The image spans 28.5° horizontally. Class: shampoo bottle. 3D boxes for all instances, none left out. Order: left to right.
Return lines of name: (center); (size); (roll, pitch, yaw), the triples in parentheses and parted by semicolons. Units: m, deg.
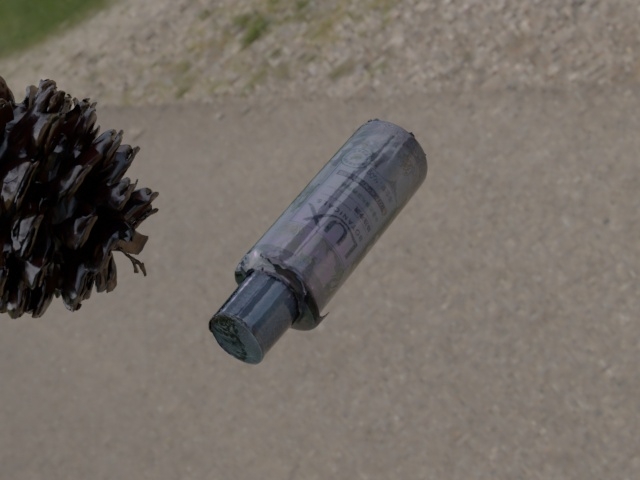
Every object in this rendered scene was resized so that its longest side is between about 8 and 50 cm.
shampoo bottle: (0.000, 0.000, 0.872); (0.072, 0.072, 0.214); (-14, 28, 46)

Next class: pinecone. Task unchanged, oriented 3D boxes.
pinecone: (-0.242, -0.033, 1.077); (0.221, 0.221, 0.221); (-33, 24, 17)
